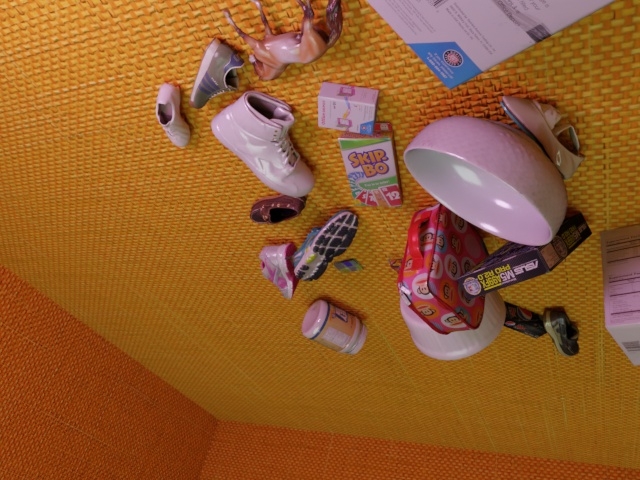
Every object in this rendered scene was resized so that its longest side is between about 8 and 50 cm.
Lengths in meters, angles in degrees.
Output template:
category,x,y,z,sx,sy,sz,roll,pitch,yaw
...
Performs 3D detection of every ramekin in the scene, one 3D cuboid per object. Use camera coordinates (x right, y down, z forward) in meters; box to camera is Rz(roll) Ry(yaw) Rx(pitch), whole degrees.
category,x,y,z,sx,sy,sz,roll,pitch,yaw
ramekin,0.355,0.178,1.514,0.277,0.277,0.135,-9,131,33

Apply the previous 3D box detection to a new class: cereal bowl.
category,x,y,z,sx,sy,sz,roll,pitch,yaw
cereal bowl,0.345,-0.140,1.106,0.339,0.141,0.339,34,175,4

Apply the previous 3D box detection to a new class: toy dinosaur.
category,x,y,z,sx,sy,sz,roll,pitch,yaw
toy dinosaur,0.236,0.084,1.606,0.082,0.090,0.047,5,145,-48

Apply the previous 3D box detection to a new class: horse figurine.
category,x,y,z,sx,sy,sz,roll,pitch,yaw
horse figurine,-0.060,-0.390,1.036,0.263,0.066,0.174,-4,136,31

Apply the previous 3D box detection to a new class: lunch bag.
category,x,y,z,sx,sy,sz,roll,pitch,yaw
lunch bag,0.295,0.056,1.333,0.120,0.293,0.258,-21,129,43

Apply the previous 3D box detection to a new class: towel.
category,x,y,z,sx,sy,sz,roll,pitch,yaw
towel,0.087,0.082,1.710,0.083,0.009,0.060,-14,136,37

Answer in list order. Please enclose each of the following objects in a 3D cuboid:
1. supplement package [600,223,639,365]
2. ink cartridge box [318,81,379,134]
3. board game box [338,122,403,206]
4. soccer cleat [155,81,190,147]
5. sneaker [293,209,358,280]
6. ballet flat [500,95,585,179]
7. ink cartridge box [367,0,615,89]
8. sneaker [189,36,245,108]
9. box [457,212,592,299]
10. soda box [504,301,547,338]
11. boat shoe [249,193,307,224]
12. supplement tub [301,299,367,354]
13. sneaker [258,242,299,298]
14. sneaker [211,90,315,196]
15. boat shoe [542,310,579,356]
category,x,y,z,sx,sy,sz,roll,pitch,yaw
supplement package,0.779,0.117,1.247,0.198,0.262,0.199,-16,135,40
ink cartridge box,0.057,-0.279,1.159,0.122,0.052,0.088,12,147,8
board game box,0.123,-0.175,1.304,0.124,0.039,0.259,3,142,18
soccer cleat,-0.356,-0.284,1.299,0.068,0.076,0.196,13,147,4
sneaker,0.000,0.000,1.544,0.107,0.110,0.275,17,133,-33
ballet flat,0.448,-0.218,1.079,0.086,0.086,0.248,-20,134,41
ink cartridge box,0.256,-0.397,0.803,0.223,0.129,0.307,39,147,-24
sneaker,-0.220,-0.338,1.174,0.086,0.064,0.192,28,142,-9
box,0.477,0.035,1.274,0.216,0.270,0.060,-31,85,47
soda box,0.614,0.244,1.691,0.169,0.053,0.060,20,146,-8
boat shoe,-0.126,-0.081,1.506,0.207,0.073,0.073,-19,135,42
supplement tub,0.050,0.310,1.937,0.200,0.144,0.144,28,145,-19
sneaker,-0.129,0.092,1.746,0.111,0.103,0.252,10,140,16
sneaker,-0.094,-0.217,1.262,0.292,0.108,0.169,35,145,-25
boat shoe,0.753,0.288,1.675,0.073,0.080,0.223,-12,134,42
